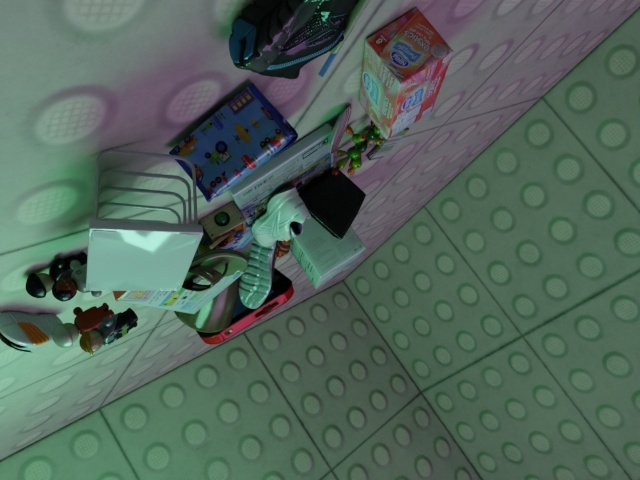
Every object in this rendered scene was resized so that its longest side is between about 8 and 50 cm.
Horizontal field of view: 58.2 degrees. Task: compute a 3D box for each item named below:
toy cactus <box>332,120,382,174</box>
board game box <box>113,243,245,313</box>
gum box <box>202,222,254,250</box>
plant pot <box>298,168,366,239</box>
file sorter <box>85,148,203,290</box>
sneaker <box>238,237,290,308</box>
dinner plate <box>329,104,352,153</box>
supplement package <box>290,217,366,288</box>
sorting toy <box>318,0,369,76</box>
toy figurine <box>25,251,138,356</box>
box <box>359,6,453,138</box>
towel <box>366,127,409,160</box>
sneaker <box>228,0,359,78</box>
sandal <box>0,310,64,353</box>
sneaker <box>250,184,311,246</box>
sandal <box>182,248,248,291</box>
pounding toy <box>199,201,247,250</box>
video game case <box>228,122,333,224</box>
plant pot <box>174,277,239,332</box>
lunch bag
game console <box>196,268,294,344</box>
[{"bbox_3d":[0.121,-0.298,1.747,0.219,0.112,0.180,-53,178,43],"label":"toy cactus"},{"bbox_3d":[-0.410,0.108,1.691,0.242,0.064,0.316,-38,151,16],"label":"board game box"},{"bbox_3d":[-0.282,-0.011,1.840,0.157,0.041,0.184,-43,165,35],"label":"gum box"},{"bbox_3d":[0.038,-0.131,1.869,0.167,0.188,0.187,-50,-172,-2],"label":"plant pot"},{"bbox_3d":[-0.359,-0.028,1.147,0.192,0.173,0.278,3,152,-22],"label":"file sorter"},{"bbox_3d":[-0.180,0.078,2.014,0.180,0.124,0.321,-17,126,-68],"label":"sneaker"},{"bbox_3d":[0.051,-0.303,1.561,0.141,0.017,0.141,-63,173,-14],"label":"dinner plate"},{"bbox_3d":[0.000,0.000,2.114,0.199,0.263,0.198,-32,168,-14],"label":"supplement package"},{"bbox_3d":[0.076,-0.445,1.002,0.348,0.047,0.196,-49,-168,49],"label":"sorting toy"},{"bbox_3d":[-0.534,0.142,1.282,0.209,0.213,0.148,5,-153,46],"label":"toy figurine"},{"bbox_3d":[0.197,-0.396,1.411,0.154,0.142,0.300,-34,168,-7],"label":"box"},{"bbox_3d":[0.236,-0.344,2.027,0.152,0.023,0.113,-46,166,34],"label":"towel"},{"bbox_3d":[0.001,-0.389,0.917,0.340,0.125,0.139,-32,156,34],"label":"sneaker"},{"bbox_3d":[-0.732,0.240,1.444,0.076,0.102,0.265,-38,170,-1],"label":"sandal"},{"bbox_3d":[-0.123,-0.044,1.761,0.111,0.129,0.297,-31,169,-31],"label":"sneaker"},{"bbox_3d":[-0.340,0.101,1.578,0.302,0.086,0.120,-12,148,-29],"label":"sandal"},{"bbox_3d":[-0.278,-0.028,1.642,0.130,0.100,0.141,-32,167,-14],"label":"pounding toy"},{"bbox_3d":[-0.103,-0.185,1.676,0.329,0.036,0.300,-34,168,-7],"label":"video game case"},{"bbox_3d":[-0.364,0.153,1.939,0.215,0.215,0.230,-21,146,-49],"label":"plant pot"},{"bbox_3d":[-0.168,-0.204,1.280,0.221,0.138,0.293,-38,180,7],"label":"lunch bag"},{"bbox_3d":[-0.316,0.220,2.175,0.386,0.060,0.342,-30,-149,-17],"label":"game console"}]
